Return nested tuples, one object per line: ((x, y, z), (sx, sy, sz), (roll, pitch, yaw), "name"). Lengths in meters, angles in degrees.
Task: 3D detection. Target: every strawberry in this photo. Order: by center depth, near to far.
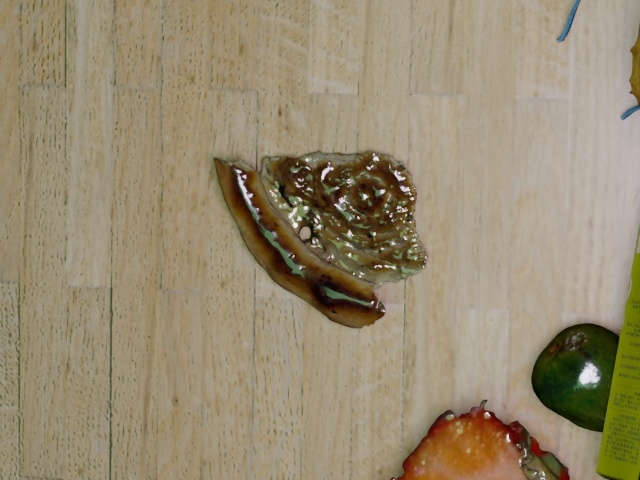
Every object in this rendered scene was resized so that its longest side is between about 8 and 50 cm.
((0.195, 0.354, 1.957), (0.253, 0.150, 0.280), (46, 108, 27), "strawberry")

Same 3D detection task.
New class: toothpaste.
((0.393, 0.114, 1.861), (0.110, 0.077, 0.327), (11, 88, -30), "toothpaste")

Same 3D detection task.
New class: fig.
((0.329, 0.176, 1.927), (0.177, 0.117, 0.117), (41, 104, -3), "fig")

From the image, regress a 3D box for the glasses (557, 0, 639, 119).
((0.384, -0.260, 1.898), (0.190, 0.088, 0.220), (49, 125, 5), "glasses")

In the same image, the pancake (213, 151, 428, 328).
((0.000, 0.000, 2.013), (0.257, 0.056, 0.212), (2, 96, 15), "pancake")

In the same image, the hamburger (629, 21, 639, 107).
((0.515, -0.158, 1.686), (0.395, 0.277, 0.396), (-2, 107, -8), "hamburger")
